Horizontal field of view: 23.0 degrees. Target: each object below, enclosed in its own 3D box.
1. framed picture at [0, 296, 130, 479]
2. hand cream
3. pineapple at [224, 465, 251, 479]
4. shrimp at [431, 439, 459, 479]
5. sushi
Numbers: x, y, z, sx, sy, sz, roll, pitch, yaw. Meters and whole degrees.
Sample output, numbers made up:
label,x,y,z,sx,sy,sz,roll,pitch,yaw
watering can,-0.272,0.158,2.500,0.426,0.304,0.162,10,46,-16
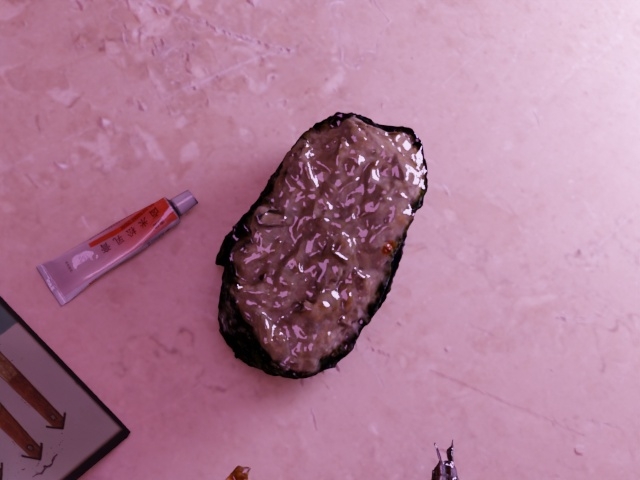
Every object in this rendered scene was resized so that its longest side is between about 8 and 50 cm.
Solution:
label,x,y,z,sx,sy,sz,roll,pitch,yaw
framed picture,-0.415,0.181,1.860,0.324,0.013,0.244,44,48,7
hand cream,-0.251,-0.001,1.976,0.216,0.038,0.052,-33,53,-10
pineapple,-0.129,0.373,1.798,0.114,0.186,0.236,45,91,4
shrimp,0.164,0.444,1.834,0.221,0.166,0.411,9,86,-38
sushi,0.000,0.000,1.929,0.211,0.171,0.350,30,74,1
